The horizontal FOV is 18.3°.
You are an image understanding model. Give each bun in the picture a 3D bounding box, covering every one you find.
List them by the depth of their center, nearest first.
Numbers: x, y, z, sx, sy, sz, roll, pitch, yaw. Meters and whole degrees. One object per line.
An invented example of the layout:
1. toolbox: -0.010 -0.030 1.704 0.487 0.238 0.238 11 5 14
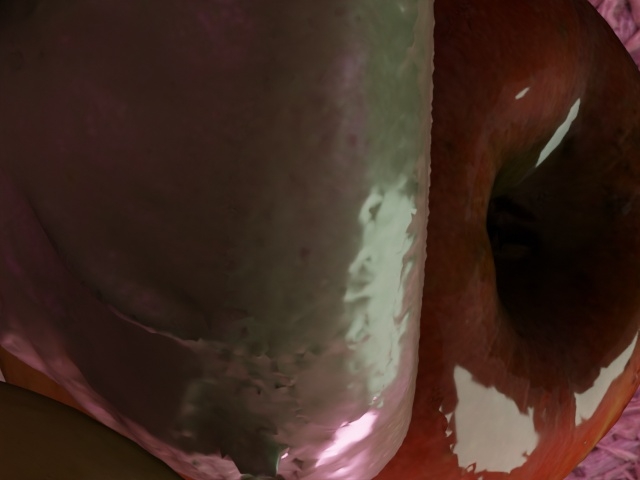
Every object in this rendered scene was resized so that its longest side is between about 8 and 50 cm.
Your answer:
1. bun: -0.050 -0.045 0.704 0.283 0.179 0.283 -177 -90 -90

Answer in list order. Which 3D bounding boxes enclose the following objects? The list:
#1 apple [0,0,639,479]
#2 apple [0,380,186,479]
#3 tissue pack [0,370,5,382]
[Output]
1. apple: 0.000 0.000 1.015 0.305 0.338 0.338 -1 -128 45
2. apple: -0.118 0.180 0.528 0.292 0.254 0.292 -155 -90 -84
3. tissue pack: -0.146 0.135 1.437 0.071 0.170 0.325 -12 -174 32
